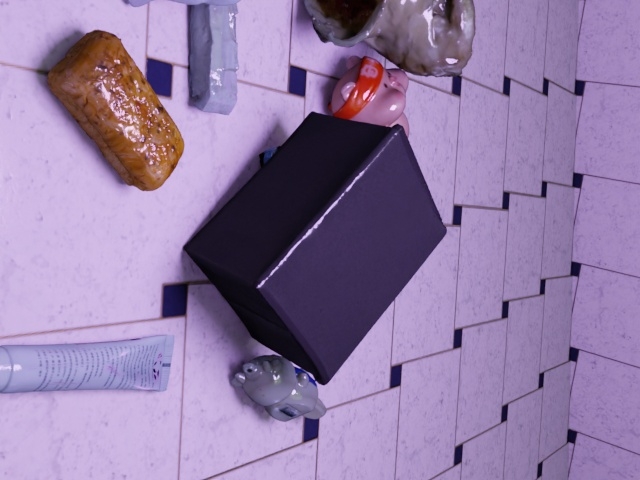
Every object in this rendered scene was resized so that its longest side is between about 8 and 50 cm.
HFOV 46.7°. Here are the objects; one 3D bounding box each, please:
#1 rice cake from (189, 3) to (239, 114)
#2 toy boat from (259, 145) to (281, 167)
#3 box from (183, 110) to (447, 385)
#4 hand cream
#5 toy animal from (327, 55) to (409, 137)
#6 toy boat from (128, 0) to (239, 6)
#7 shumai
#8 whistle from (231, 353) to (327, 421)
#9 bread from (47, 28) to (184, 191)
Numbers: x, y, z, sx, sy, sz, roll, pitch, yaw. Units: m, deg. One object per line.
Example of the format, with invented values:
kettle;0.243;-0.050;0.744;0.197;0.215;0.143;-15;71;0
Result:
rice cake;-0.160;-0.360;1.119;0.066;0.063;0.337;-6;100;-46
toy boat;-0.057;-0.115;1.292;0.137;0.060;0.060;54;52;-42
box;0.001;0.000;1.197;0.345;0.204;0.251;-48;132;-20
hand cream;-0.310;0.166;0.971;0.331;0.058;0.085;11;83;-55
toy animal;0.099;-0.253;1.419;0.171;0.171;0.198;-55;139;-35
toy boat;-0.148;-0.424;1.007;0.290;0.100;0.199;-23;132;-5
shumai;0.102;-0.433;1.371;0.288;0.330;0.292;-18;120;-11
whistle;-0.063;0.261;1.300;0.244;0.110;0.092;42;26;-47
bread;-0.261;-0.168;0.983;0.211;0.083;0.114;59;44;-41
